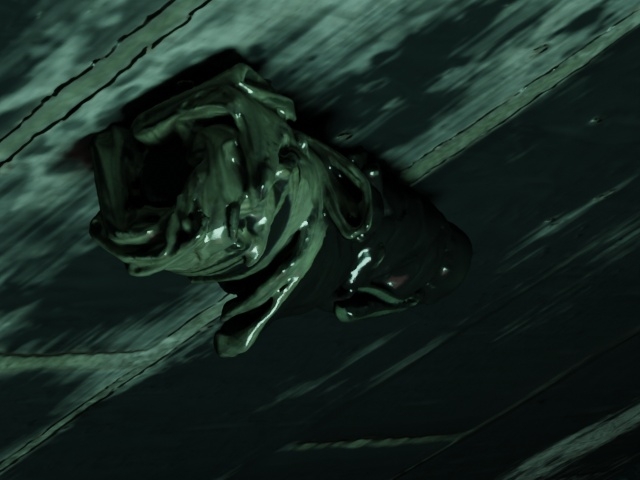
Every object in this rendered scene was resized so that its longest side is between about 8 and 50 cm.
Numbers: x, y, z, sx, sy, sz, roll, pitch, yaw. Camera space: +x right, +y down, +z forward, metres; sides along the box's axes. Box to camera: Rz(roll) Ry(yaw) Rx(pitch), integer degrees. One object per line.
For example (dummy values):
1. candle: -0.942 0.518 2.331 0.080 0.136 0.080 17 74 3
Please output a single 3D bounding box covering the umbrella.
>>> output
1. umbrella: 0.006 -0.001 1.042 0.113 0.106 0.357 -34 160 16
